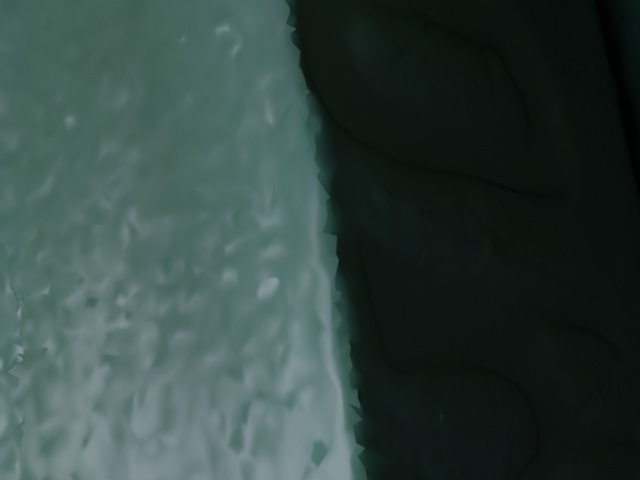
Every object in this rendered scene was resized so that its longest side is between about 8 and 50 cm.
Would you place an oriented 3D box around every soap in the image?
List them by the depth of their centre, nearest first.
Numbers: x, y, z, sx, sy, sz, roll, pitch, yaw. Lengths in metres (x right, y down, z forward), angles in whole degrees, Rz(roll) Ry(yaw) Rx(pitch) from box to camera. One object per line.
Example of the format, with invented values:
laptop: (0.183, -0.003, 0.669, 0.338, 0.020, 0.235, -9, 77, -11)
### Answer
soap: (0.000, 0.000, 0.825, 0.213, 0.350, 0.435, -20, 71, 32)
